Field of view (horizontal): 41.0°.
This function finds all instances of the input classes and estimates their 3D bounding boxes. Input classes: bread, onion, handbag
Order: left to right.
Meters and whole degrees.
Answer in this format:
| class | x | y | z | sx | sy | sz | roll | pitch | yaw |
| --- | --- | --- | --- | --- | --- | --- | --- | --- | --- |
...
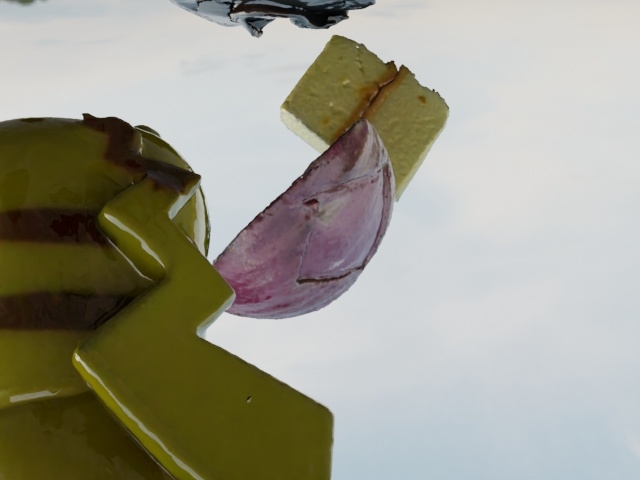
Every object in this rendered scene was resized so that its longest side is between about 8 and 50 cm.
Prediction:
| class | x | y | z | sx | sy | sz | roll | pitch | yaw |
| --- | --- | --- | --- | --- | --- | --- | --- | --- | --- |
| handbag | -0.058 | -0.337 | 0.971 | 0.254 | 0.181 | 0.181 | 1 | 178 | 33 |
| onion | 0.000 | 0.000 | 0.872 | 0.250 | 0.111 | 0.247 | -43 | 175 | -8 |
| bread | 0.076 | -0.196 | 1.361 | 0.240 | 0.178 | 0.135 | 36 | 179 | -3 |

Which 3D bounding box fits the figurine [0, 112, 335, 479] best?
| class | x | y | z | sx | sy | sz | roll | pitch | yaw |
| --- | --- | --- | --- | --- | --- | --- | --- | --- | --- |
| figurine | -0.104 | 0.083 | 0.419 | 0.218 | 0.327 | 0.169 | -3 | 159 | -19 |
